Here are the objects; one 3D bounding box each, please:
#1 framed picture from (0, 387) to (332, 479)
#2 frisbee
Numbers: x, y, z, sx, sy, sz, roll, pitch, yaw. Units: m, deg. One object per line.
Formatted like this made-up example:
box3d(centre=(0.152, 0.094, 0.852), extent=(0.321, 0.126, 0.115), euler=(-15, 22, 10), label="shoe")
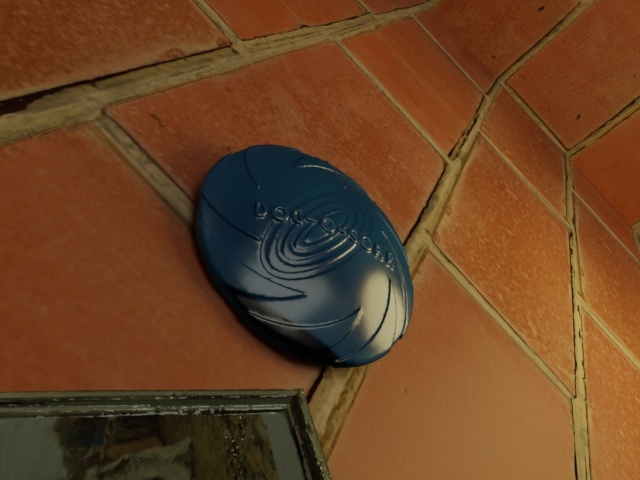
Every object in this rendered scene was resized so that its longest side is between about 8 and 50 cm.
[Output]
box3d(centre=(-0.069, 0.160, 0.234), extent=(0.217, 0.017, 0.274), euler=(4, 34, -24), label="framed picture")
box3d(centre=(0.000, 0.000, 0.567), extent=(0.242, 0.045, 0.242), euler=(21, 47, -24), label="frisbee")
